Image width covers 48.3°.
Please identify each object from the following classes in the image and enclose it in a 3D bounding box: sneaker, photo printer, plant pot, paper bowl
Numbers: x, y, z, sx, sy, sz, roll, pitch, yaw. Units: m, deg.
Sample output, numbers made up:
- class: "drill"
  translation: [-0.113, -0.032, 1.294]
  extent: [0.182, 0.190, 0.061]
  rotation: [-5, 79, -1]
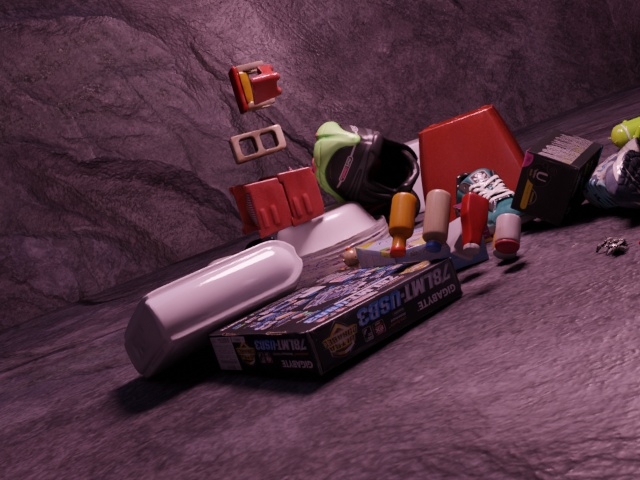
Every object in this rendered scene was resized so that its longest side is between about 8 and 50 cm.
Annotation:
- class: "sneaker"
  translation: [0.347, -0.087, 1.495]
  extent: [0.108, 0.121, 0.302]
  rotation: [-20, 9, -7]
- class: "photo printer"
  translation: [-0.183, 0.115, 1.280]
  extent: [0.307, 0.107, 0.256]
  rotation: [-25, -12, -31]
- class: "sneaker"
  translation: [0.151, -0.127, 1.714]
  extent: [0.202, 0.185, 0.483]
  rotation: [4, -13, 28]
- class: "sneaker"
  translation: [0.522, -0.090, 1.248]
  extent: [0.122, 0.110, 0.283]
  rotation: [-37, -4, 30]
- class: "plant pot"
  translation: [0.373, -0.193, 1.757]
  extent: [0.267, 0.236, 0.267]
  rotation: [-17, 8, 17]
- class: "paper bowl"
  translation: [0.016, 0.009, 1.606]
  extent: [0.284, 0.148, 0.284]
  rotation: [-20, 9, 3]

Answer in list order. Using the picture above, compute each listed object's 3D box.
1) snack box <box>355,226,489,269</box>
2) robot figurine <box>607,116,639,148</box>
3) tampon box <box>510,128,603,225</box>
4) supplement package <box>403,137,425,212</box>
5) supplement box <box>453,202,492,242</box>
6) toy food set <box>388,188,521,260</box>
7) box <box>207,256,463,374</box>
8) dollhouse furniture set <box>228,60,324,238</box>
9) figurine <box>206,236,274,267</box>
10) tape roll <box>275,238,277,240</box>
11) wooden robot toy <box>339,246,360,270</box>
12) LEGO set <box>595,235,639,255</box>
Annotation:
- class: "snack box"
  translation: [0.180, 0.023, 1.320]
  extent: [0.174, 0.070, 0.207]
  rotation: [-17, 5, -16]
- class: "robot figurine"
  translation: [0.813, -0.280, 1.861]
  extent: [0.115, 0.067, 0.101]
  rotation: [-20, 20, 4]
- class: "tampon box"
  translation: [0.443, -0.121, 1.338]
  extent: [0.101, 0.120, 0.161]
  rotation: [24, 34, 26]
- class: "supplement package"
  translation: [0.271, -0.194, 2.173]
  extent: [0.199, 0.198, 0.262]
  rotation: [-17, 8, 21]
- class: "supplement box"
  translation: [0.297, -0.034, 1.396]
  extent: [0.043, 0.083, 0.055]
  rotation: [-20, 8, 0]
- class: "toy food set"
  translation: [0.226, -0.002, 1.129]
  extent: [0.232, 0.105, 0.111]
  rotation: [21, -29, -20]
- class: "box"
  translation: [0.018, 0.115, 1.114]
  extent: [0.295, 0.073, 0.293]
  rotation: [-25, 9, -36]
- class: "dollhouse furniture set"
  translation: [-0.136, -0.204, 1.557]
  extent: [0.152, 0.374, 0.201]
  rotation: [-19, 5, -15]
- class: "figurine"
  translation: [-0.220, 0.080, 1.645]
  extent: [0.215, 0.092, 0.209]
  rotation: [-30, -11, -48]
- class: "tape roll"
  translation: [0.000, 0.000, 1.952]
  extent: [0.321, 0.077, 0.321]
  rotation: [-21, 7, 3]
- class: "wooden robot toy"
  translation: [0.056, 0.053, 1.429]
  extent: [0.173, 0.079, 0.076]
  rotation: [-22, 8, -19]
- class: "LEGO set"
  translation: [0.429, 0.002, 1.015]
  extent: [0.083, 0.023, 0.054]
  rotation: [-16, 9, 32]
